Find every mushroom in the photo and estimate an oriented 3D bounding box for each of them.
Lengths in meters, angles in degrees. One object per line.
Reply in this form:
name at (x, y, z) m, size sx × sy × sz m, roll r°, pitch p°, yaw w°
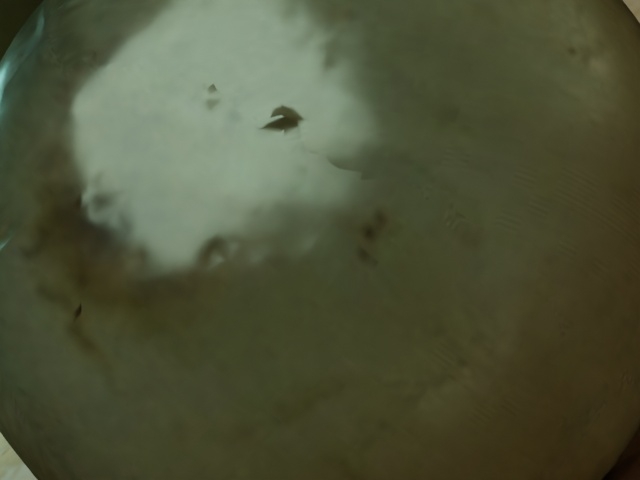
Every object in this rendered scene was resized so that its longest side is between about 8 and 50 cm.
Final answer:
mushroom at (0.000, 0.000, 0.599) m, size 0.226 × 0.178 × 0.226 m, roll -3°, pitch 69°, yaw 8°

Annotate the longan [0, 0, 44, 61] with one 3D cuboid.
longan at (-0.087, -0.067, 0.775) m, size 0.196 × 0.196 × 0.220 m, roll -51°, pitch -5°, yaw -16°
